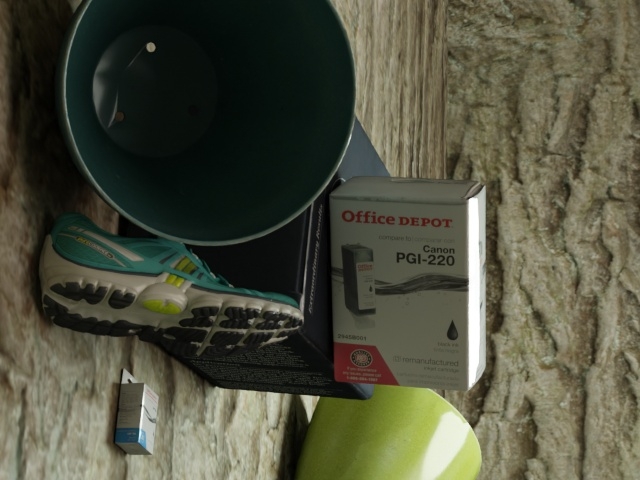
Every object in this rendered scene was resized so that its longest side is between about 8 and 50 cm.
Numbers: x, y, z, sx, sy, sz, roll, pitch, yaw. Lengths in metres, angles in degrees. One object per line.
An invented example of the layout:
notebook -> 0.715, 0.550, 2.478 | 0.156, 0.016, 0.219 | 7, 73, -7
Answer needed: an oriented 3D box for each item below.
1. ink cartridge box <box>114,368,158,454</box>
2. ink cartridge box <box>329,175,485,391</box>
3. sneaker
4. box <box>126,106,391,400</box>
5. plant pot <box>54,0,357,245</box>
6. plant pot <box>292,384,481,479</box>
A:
ink cartridge box -> -0.194, 0.182, 1.637 | 0.048, 0.028, 0.083 | 62, 29, -63
ink cartridge box -> 0.097, 0.045, 1.676 | 0.092, 0.159, 0.217 | -36, 126, -68
sneaker -> -0.137, 0.039, 1.486 | 0.107, 0.275, 0.110 | -42, -139, 44
box -> -0.060, 0.003, 1.804 | 0.395, 0.212, 0.293 | 53, 42, -69
plant pot -> -0.135, -0.146, 1.512 | 0.195, 0.290, 0.290 | -169, -105, -66
plant pot -> 0.063, 0.394, 2.298 | 0.293, 0.275, 0.274 | -58, 146, -41
